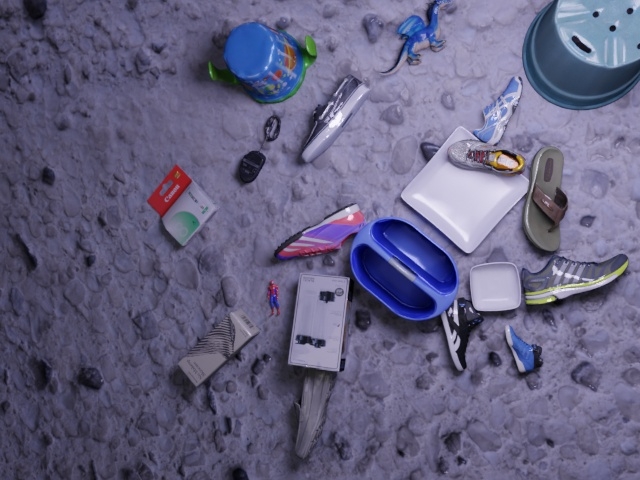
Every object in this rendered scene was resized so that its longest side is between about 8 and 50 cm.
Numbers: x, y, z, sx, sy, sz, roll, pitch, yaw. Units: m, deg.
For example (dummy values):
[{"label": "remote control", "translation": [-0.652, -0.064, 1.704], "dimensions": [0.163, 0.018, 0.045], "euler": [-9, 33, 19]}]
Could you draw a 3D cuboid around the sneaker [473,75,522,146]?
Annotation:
[{"label": "sneaker", "translation": [0.520, -0.382, 1.626], "dimensions": [0.081, 0.080, 0.211], "euler": [25, 98, 9]}]

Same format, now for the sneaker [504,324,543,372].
[{"label": "sneaker", "translation": [0.606, 0.311, 1.654], "dimensions": [0.084, 0.058, 0.152], "euler": [-21, 92, 20]}]

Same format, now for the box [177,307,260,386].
[{"label": "box", "translation": [-0.341, 0.359, 1.883], "dimensions": [0.275, 0.094, 0.113], "euler": [-45, 82, 12]}]

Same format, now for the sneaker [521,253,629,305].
[{"label": "sneaker", "translation": [0.716, 0.090, 1.592], "dimensions": [0.299, 0.111, 0.121], "euler": [-21, 84, 13]}]

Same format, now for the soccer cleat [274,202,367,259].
[{"label": "soccer cleat", "translation": [0.000, 0.000, 1.773], "dimensions": [0.318, 0.108, 0.117], "euler": [-29, 90, 12]}]

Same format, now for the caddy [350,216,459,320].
[{"label": "caddy", "translation": [0.251, 0.081, 1.672], "dimensions": [0.341, 0.179, 0.241], "euler": [39, 101, 9]}]

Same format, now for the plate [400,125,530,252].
[{"label": "plate", "translation": [0.432, -0.150, 1.680], "dimensions": [0.278, 0.045, 0.277], "euler": [42, 101, 9]}]

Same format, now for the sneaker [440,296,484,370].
[{"label": "sneaker", "translation": [0.440, 0.279, 1.685], "dimensions": [0.121, 0.079, 0.217], "euler": [-16, 89, 14]}]

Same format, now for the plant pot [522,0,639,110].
[{"label": "plant pot", "translation": [0.712, -0.535, 1.438], "dimensions": [0.340, 0.334, 0.342], "euler": [1, 93, 15]}]

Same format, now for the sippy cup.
[{"label": "sippy cup", "translation": [-0.183, -0.558, 1.723], "dimensions": [0.240, 0.224, 0.305], "euler": [46, 103, 8]}]

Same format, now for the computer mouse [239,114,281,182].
[{"label": "computer mouse", "translation": [-0.194, -0.299, 1.842], "dimensions": [0.071, 0.041, 0.242], "euler": [31, 94, 12]}]

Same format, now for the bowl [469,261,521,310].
[{"label": "bowl", "translation": [0.519, 0.136, 1.666], "dimensions": [0.142, 0.053, 0.142], "euler": [-5, 90, 12]}]

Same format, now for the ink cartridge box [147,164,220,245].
[{"label": "ink cartridge box", "translation": [-0.481, -0.123, 1.915], "dimensions": [0.224, 0.056, 0.181], "euler": [44, 102, 6]}]

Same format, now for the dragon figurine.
[{"label": "dragon figurine", "translation": [0.280, -0.611, 1.671], "dimensions": [0.289, 0.085, 0.144], "euler": [-30, 86, 14]}]

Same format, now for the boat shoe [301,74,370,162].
[{"label": "boat shoe", "translation": [0.024, -0.381, 1.741], "dimensions": [0.102, 0.108, 0.301], "euler": [40, 99, 9]}]

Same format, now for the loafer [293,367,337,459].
[{"label": "loafer", "translation": [-0.036, 0.544, 1.814], "dimensions": [0.111, 0.112, 0.320], "euler": [15, 89, 18]}]

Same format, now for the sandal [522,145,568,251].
[{"label": "sandal", "translation": [0.647, -0.118, 1.585], "dimensions": [0.120, 0.086, 0.303], "euler": [1, 93, -18]}]

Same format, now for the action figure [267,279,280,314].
[{"label": "action figure", "translation": [-0.156, 0.189, 1.861], "dimensions": [0.038, 0.030, 0.115], "euler": [-5, 90, 20]}]

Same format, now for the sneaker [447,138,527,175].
[{"label": "sneaker", "translation": [0.475, -0.242, 1.594], "dimensions": [0.225, 0.092, 0.088], "euler": [12, 97, 14]}]

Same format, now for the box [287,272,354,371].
[{"label": "box", "translation": [0.003, 0.256, 1.757], "dimensions": [0.169, 0.087, 0.290], "euler": [4, 79, 14]}]
